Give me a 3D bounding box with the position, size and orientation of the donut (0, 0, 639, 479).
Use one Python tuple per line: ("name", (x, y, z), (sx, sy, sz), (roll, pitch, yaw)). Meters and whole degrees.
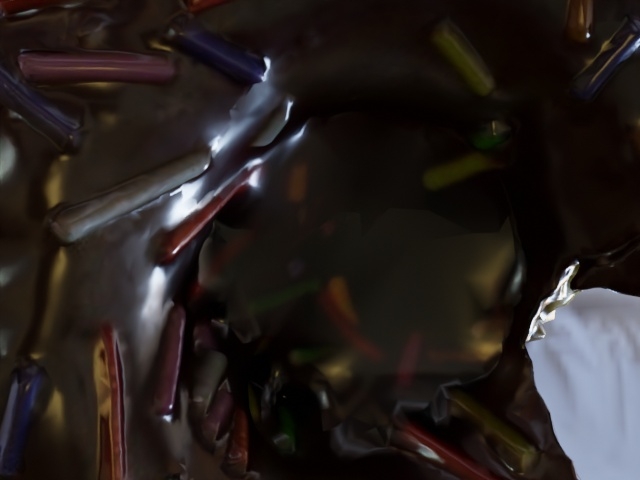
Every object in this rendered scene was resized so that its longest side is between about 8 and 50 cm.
("donut", (-0.001, 0.001, 0.438), (0.216, 0.230, 0.096), (38, 179, -24))
